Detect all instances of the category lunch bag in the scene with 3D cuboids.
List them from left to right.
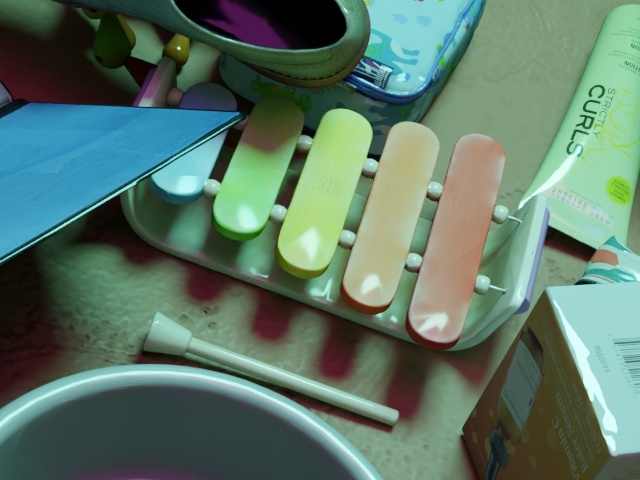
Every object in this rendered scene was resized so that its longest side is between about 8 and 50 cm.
[{"bbox_3d":[0.027,-0.178,1.489,0.176,0.090,0.219,27,47,8],"label":"lunch bag"}]

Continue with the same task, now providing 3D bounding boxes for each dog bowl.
[{"bbox_3d":[-0.092,0.224,1.107,0.349,0.102,0.348,9,50,-11],"label":"dog bowl"}]

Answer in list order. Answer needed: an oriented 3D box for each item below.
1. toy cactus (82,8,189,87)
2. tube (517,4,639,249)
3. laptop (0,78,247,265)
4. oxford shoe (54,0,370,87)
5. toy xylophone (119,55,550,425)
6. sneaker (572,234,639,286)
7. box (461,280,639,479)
[{"bbox_3d":[-0.148,-0.233,1.450,0.180,0.112,0.219,22,76,8],"label":"toy cactus"},{"bbox_3d":[0.231,-0.090,1.502,0.070,0.062,0.240,0,47,29],"label":"tube"},{"bbox_3d":[-0.343,-0.103,1.196,0.382,0.236,0.408,-33,82,-37],"label":"laptop"},{"bbox_3d":[-0.123,-0.215,1.327,0.348,0.130,0.123,20,90,-1],"label":"oxford shoe"},{"bbox_3d":[0.000,0.000,1.335,0.323,0.081,0.236,14,49,-6],"label":"toy xylophone"},{"bbox_3d":[0.273,0.047,1.399,0.161,0.057,0.075,25,54,7],"label":"sneaker"},{"bbox_3d":[0.177,0.128,1.225,0.091,0.170,0.130,-3,53,-22],"label":"box"}]
